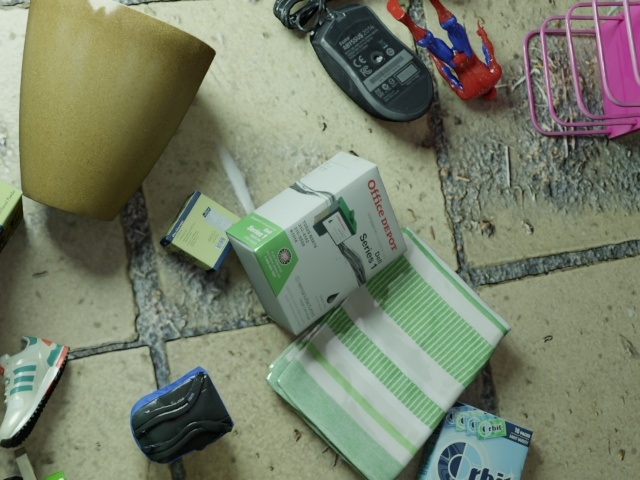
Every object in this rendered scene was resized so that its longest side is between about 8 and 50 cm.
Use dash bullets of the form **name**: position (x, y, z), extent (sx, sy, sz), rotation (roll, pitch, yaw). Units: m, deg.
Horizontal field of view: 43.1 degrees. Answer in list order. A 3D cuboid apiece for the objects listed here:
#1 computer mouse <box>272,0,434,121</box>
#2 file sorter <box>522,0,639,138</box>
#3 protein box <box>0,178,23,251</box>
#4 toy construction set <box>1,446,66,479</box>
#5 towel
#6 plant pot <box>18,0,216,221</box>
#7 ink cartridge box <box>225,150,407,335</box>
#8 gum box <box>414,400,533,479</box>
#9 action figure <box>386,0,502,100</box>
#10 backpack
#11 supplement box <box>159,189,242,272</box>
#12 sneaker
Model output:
- **computer mouse**: position (0.067, -0.289, 1.249), extent (0.188, 0.072, 0.272), rotation (-35, 86, -21)
- **file sorter**: position (0.471, -0.288, 1.275), extent (0.182, 0.290, 0.202), rotation (-4, 86, -17)
- **protein box**: position (-0.472, -0.038, 0.949), extent (0.199, 0.201, 0.136), rotation (32, 75, -14)
- **toy construction set**: position (-0.374, 0.372, 0.910), extent (0.237, 0.257, 0.309), rotation (-17, 70, -29)
- **towel**: position (0.108, 0.168, 1.206), extent (0.248, 0.038, 0.325), rotation (44, 72, -1)
- **plant pot**: position (-0.285, -0.162, 1.034), extent (0.237, 0.237, 0.255), rotation (18, 92, -17)
- **ink cartridge box**: position (0.000, 0.000, 1.147), extent (0.219, 0.092, 0.160), rotation (-36, 124, -19)
- **gum box**: position (0.231, 0.356, 1.246), extent (0.156, 0.041, 0.184), rotation (24, 75, -15)
- **action figure**: position (0.199, -0.320, 1.264), extent (0.280, 0.091, 0.139), rotation (36, 30, -45)
- **backpack**: position (-0.190, 0.237, 1.075), extent (0.120, 0.101, 0.098), rotation (-29, 92, -16)
- **supplement box**: position (-0.165, -0.011, 1.135), extent (0.083, 0.056, 0.083), rotation (33, 73, -14)
- **sneaker**: position (-0.377, 0.185, 1.012), extent (0.075, 0.057, 0.161), rotation (24, 41, -6)
